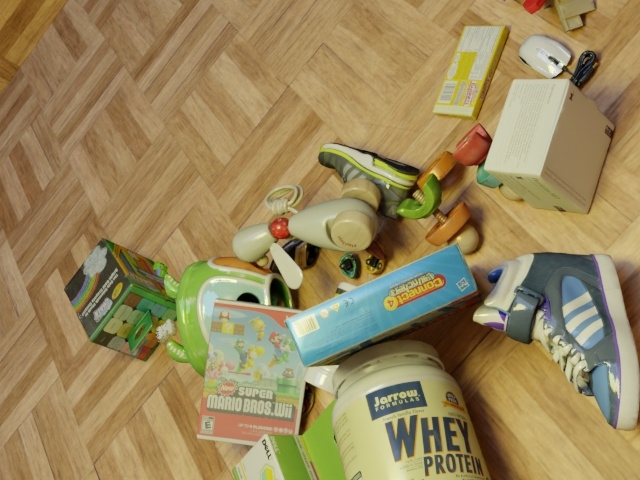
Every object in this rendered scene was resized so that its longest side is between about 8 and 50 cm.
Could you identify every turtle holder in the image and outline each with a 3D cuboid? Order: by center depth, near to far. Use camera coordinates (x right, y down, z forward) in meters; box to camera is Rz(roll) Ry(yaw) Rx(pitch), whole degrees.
[{"bbox_3d":[-0.183,0.185,2.011,0.227,0.243,0.320,-12,55,21],"label":"turtle holder"}]

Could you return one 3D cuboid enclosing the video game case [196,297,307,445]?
[{"bbox_3d":[-0.129,0.270,1.911,0.025,0.204,0.285,-96,14,-86],"label":"video game case"}]

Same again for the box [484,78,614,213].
[{"bbox_3d":[0.405,-0.165,1.679,0.119,0.181,0.182,9,76,46],"label":"box"}]

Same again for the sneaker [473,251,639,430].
[{"bbox_3d":[0.366,0.159,1.521,0.236,0.130,0.323,-5,53,7],"label":"sneaker"}]

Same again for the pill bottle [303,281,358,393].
[{"bbox_3d":[0.051,0.197,1.869,0.119,0.119,0.209,19,82,47],"label":"pill bottle"}]

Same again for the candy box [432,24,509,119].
[{"bbox_3d":[0.311,-0.350,1.976,0.105,0.027,0.206,15,80,44],"label":"candy box"}]

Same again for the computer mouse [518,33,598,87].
[{"bbox_3d":[0.442,-0.349,1.841,0.106,0.042,0.193,-53,44,10],"label":"computer mouse"}]

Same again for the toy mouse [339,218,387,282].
[{"bbox_3d":[0.085,0.026,1.989,0.143,0.031,0.161,11,77,45],"label":"toy mouse"}]

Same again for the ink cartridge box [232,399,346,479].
[{"bbox_3d":[-0.040,0.441,1.799,0.255,0.097,0.189,-51,46,30],"label":"ink cartridge box"}]

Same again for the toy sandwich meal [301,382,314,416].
[{"bbox_3d":[-0.050,0.325,1.962,0.085,0.029,0.086,-21,56,35],"label":"toy sandwich meal"}]

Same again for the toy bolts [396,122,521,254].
[{"bbox_3d":[0.291,-0.100,1.827,0.228,0.158,0.218,-46,4,29],"label":"toy bolts"}]

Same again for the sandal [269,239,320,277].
[{"bbox_3d":[-0.028,0.022,2.077,0.219,0.090,0.060,-40,68,11],"label":"sandal"}]

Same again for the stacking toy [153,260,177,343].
[{"bbox_3d":[-0.308,0.161,2.189,0.052,0.167,0.221,-35,50,25],"label":"stacking toy"}]

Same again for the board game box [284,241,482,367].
[{"bbox_3d":[0.121,0.120,1.648,0.308,0.302,0.086,-25,79,8],"label":"board game box"}]

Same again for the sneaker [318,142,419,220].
[{"bbox_3d":[0.083,-0.130,2.022,0.300,0.111,0.121,28,104,54],"label":"sneaker"}]

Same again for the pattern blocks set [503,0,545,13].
[{"bbox_3d":[0.482,-0.597,1.895,0.325,0.026,0.285,-46,28,10],"label":"pattern blocks set"}]

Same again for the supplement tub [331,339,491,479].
[{"bbox_3d":[0.150,0.357,1.608,0.235,0.235,0.325,-35,49,25],"label":"supplement tub"}]

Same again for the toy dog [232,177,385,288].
[{"bbox_3d":[0.000,0.000,1.934,0.333,0.161,0.220,-2,39,43],"label":"toy dog"}]

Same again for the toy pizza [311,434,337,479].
[{"bbox_3d":[0.044,0.409,1.829,0.201,0.032,0.201,-21,56,35],"label":"toy pizza"}]

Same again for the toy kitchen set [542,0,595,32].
[{"bbox_3d":[0.487,-0.450,1.867,0.068,0.075,0.083,-19,88,-8],"label":"toy kitchen set"}]

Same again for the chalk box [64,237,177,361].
[{"bbox_3d":[-0.471,0.163,2.336,0.180,0.179,0.289,-51,45,9],"label":"chalk box"}]
